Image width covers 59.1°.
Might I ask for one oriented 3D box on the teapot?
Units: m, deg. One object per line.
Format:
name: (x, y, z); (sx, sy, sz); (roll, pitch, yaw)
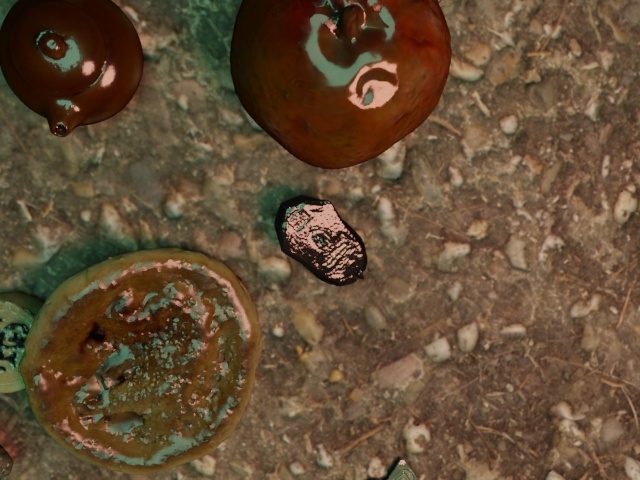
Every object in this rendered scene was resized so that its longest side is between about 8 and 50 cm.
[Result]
teapot: (-0.318, -0.258, 0.715); (0.178, 0.135, 0.252); (3, 99, -11)

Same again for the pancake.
pancake: (-0.248, 0.182, 0.812); (0.356, 0.065, 0.356); (-4, 106, -14)

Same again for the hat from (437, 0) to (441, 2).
hat: (0.134, -0.425, 0.780); (0.147, 0.085, 0.175); (-43, 78, 6)

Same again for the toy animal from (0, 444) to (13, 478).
toy animal: (-0.561, 0.281, 0.797); (0.252, 0.079, 0.070); (21, 74, -10)

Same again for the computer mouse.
computer mouse: (0.000, 0.000, 0.831); (0.099, 0.057, 0.172); (-46, 112, 0)

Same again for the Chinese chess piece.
Chinese chess piece: (-0.442, 0.144, 0.800); (0.144, 0.058, 0.144); (-1, 98, -7)

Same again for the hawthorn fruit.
hawthorn fruit: (0.027, -0.222, 0.676); (0.276, 0.298, 0.277); (0, 95, -5)

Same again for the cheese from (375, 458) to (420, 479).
cheese: (0.103, 0.412, 0.918); (0.120, 0.026, 0.067); (-36, 101, 0)
